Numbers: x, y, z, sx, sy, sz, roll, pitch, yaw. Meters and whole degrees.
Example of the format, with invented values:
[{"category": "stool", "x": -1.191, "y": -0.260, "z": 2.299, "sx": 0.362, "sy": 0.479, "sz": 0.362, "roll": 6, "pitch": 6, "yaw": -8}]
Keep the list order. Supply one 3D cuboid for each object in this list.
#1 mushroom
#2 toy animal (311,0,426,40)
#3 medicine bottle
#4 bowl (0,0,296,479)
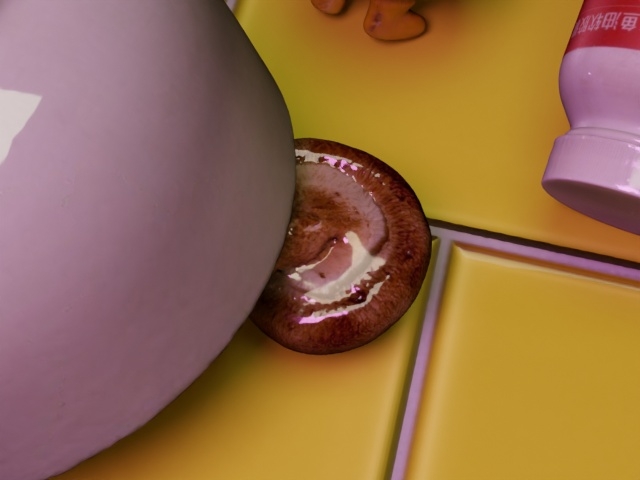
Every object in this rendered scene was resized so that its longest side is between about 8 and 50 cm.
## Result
[{"category": "mushroom", "x": 0.000, "y": 0.000, "z": 0.672, "sx": 0.127, "sy": 0.087, "sz": 0.127, "roll": -1, "pitch": 65, "yaw": 2}, {"category": "toy animal", "x": 0.048, "y": -0.223, "z": 0.723, "sx": 0.156, "sy": 0.230, "sz": 0.156, "roll": 7, "pitch": 43, "yaw": -6}, {"category": "medicine bottle", "x": 0.213, "y": -0.129, "z": 0.694, "sx": 0.131, "sy": 0.131, "sz": 0.250, "roll": 20, "pitch": 85, "yaw": 10}, {"category": "bowl", "x": -0.202, "y": -0.065, "z": 0.601, "sx": 0.353, "sy": 0.185, "sz": 0.354, "roll": -8, "pitch": 51, "yaw": 10}]
